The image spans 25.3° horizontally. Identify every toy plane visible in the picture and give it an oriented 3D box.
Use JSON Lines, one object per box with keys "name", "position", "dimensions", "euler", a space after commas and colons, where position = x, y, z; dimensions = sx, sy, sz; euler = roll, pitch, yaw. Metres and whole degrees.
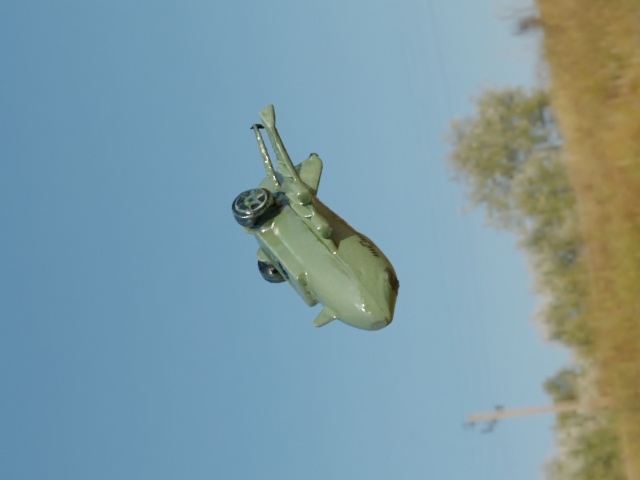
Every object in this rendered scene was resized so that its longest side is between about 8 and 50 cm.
{"name": "toy plane", "position": [-0.003, 0.001, 0.415], "dimensions": [0.083, 0.033, 0.080], "euler": [58, 172, 47]}
